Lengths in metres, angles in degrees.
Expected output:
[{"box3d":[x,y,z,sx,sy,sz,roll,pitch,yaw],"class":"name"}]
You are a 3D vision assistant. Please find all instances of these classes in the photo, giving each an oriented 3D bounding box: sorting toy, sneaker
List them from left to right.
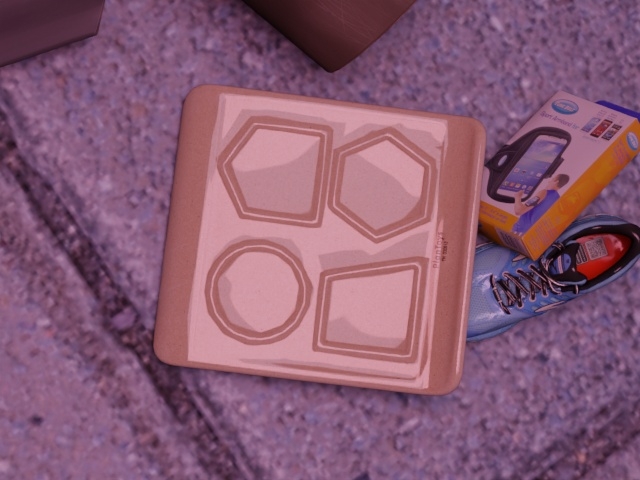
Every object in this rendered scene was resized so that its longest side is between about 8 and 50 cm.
[{"box3d":[0.000,0.000,1.209,0.208,0.038,0.193,6,81,1],"class":"sorting toy"},{"box3d":[0.150,0.019,1.225,0.162,0.073,0.063,-24,88,-10],"class":"sneaker"}]

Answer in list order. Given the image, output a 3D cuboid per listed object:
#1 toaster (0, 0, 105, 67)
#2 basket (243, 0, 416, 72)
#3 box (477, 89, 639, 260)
[{"box3d":[-0.213,-0.203,1.134,0.110,0.186,0.168,-18,79,-16],"class":"toaster"},{"box3d":[-0.029,-0.235,1.180,0.227,0.204,0.154,44,121,-12],"class":"basket"},{"box3d":[0.162,-0.052,1.234,0.136,0.081,0.028,-47,129,-13],"class":"box"}]
